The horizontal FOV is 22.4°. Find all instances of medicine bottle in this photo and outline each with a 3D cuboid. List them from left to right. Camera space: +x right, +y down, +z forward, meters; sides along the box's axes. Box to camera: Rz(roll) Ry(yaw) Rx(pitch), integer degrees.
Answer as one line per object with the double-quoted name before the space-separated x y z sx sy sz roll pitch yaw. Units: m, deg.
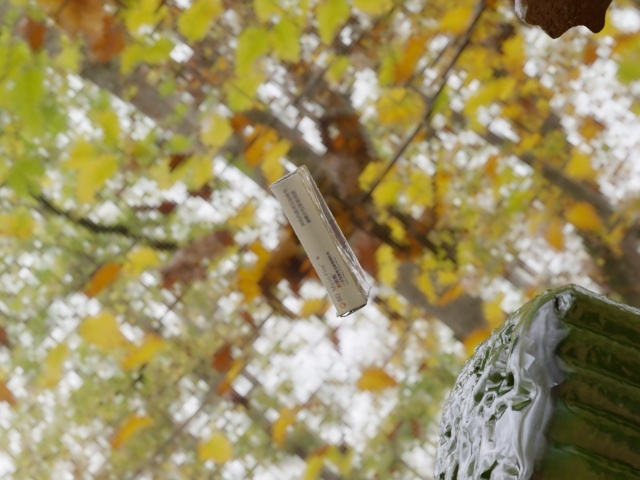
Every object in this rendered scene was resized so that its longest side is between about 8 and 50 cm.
"medicine bottle" 0.000 0.000 2.157 0.052 0.201 0.171 -28 2 5

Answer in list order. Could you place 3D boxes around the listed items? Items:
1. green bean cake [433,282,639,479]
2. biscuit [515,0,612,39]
"green bean cake" 0.253 0.242 1.930 0.335 0.218 0.319 -52 21 47
"biscuit" 0.298 -0.323 1.897 0.182 0.034 0.215 -35 -41 -5
